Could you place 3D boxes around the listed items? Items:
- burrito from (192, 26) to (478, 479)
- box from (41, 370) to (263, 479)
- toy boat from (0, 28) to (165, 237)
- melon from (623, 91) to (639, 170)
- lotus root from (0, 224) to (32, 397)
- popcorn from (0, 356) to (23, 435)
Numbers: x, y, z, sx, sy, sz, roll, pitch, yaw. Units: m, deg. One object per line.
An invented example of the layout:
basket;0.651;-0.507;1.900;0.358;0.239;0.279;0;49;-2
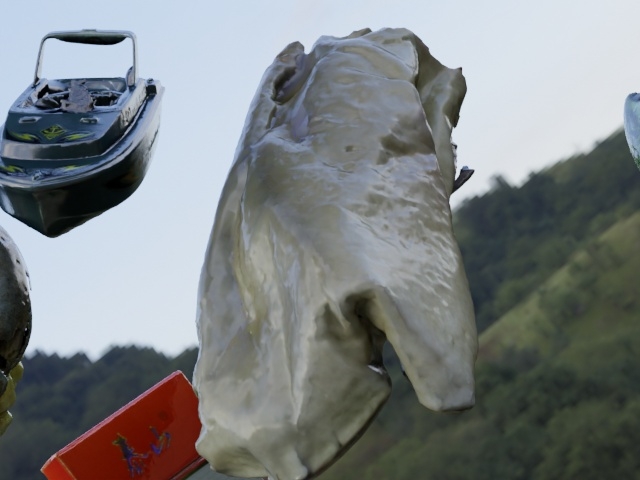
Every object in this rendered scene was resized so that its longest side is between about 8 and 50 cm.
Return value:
burrito;0.002;-0.002;0.910;0.190;0.135;0.332;-18;32;17
box;-0.080;0.226;1.061;0.139;0.245;0.035;-32;-6;-44
toy boat;-0.152;-0.065;0.894;0.092;0.103;0.246;0;19;1
melon;0.358;-0.068;1.310;0.265;0.169;0.129;136;148;-78
lotus root;-0.228;0.046;0.935;0.088;0.165;0.088;-10;-43;-9
popcorn;-0.412;0.155;1.539;0.185;0.167;0.187;8;0;-28
